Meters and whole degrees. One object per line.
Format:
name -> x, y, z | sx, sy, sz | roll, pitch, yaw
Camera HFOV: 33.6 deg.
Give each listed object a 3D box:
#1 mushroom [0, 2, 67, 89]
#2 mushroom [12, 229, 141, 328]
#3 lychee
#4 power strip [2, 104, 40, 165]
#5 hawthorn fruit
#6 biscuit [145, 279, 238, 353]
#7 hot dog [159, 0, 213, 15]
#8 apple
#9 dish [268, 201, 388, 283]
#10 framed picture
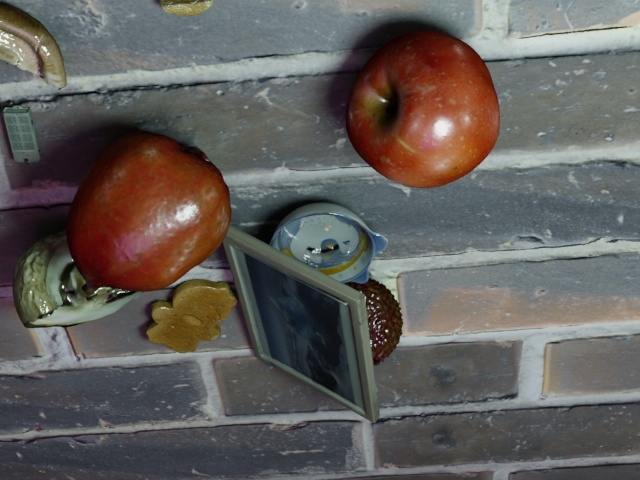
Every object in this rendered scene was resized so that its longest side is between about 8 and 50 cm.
mushroom -> -0.505, -0.334, 1.763 | 0.210, 0.072, 0.094 | 24, 131, -26
mushroom -> -0.486, 0.070, 2.090 | 0.267, 0.164, 0.189 | -19, 169, -30
lychee -> 0.085, 0.159, 2.167 | 0.188, 0.188, 0.188 | 0, 133, 0
power strip -> -0.543, -0.188, 1.938 | 0.051, 0.019, 0.136 | -1, 133, -3
hawthorn fruit -> -0.304, -0.052, 1.875 | 0.295, 0.311, 0.295 | 27, 139, 27
biscuit -> -0.274, 0.155, 2.256 | 0.166, 0.036, 0.225 | 24, 126, -23
hot dog -> -0.218, -0.387, 1.745 | 0.090, 0.030, 0.034 | -5, 142, 4
apple -> 0.171, -0.211, 1.765 | 0.216, 0.260, 0.260 | 9, 138, -42
dish -> 0.000, 0.000, 2.077 | 0.236, 0.086, 0.228 | 10, 134, -11
framed picture -> -0.033, 0.175, 2.114 | 0.326, 0.028, 0.446 | 26, 149, 26
